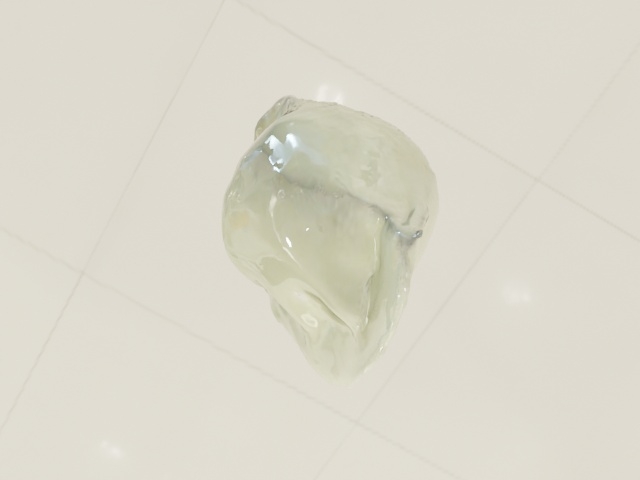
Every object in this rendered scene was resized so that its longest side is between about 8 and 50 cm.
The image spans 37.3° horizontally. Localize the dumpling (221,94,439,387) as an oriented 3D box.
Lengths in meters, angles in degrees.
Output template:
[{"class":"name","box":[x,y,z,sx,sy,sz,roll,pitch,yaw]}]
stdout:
[{"class":"dumpling","box":[-0.002,-0.002,0.615,0.216,0.126,0.166,36,120,30]}]
